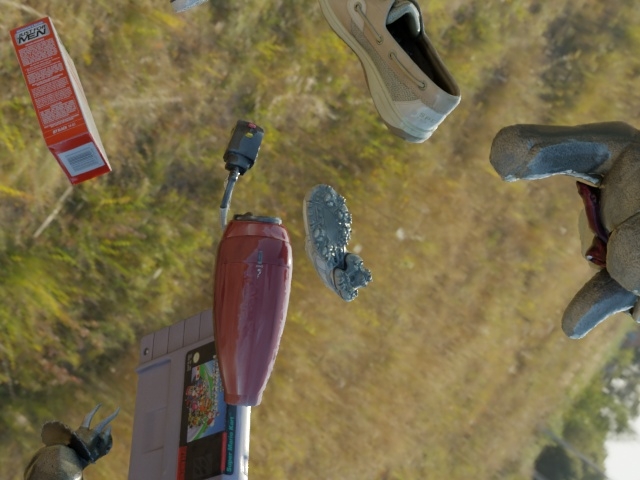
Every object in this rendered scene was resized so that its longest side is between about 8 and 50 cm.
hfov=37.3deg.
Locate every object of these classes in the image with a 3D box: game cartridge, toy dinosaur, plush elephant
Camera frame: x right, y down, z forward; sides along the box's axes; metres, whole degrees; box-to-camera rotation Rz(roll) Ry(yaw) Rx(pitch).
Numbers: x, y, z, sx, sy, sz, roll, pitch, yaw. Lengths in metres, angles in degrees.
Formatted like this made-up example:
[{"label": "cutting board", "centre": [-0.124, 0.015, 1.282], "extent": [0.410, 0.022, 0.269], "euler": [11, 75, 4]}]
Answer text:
[{"label": "game cartridge", "centre": [-0.202, 0.279, 1.443], "extent": [0.230, 0.355, 0.068], "euler": [-28, 139, 36]}, {"label": "toy dinosaur", "centre": [-0.336, 0.315, 1.185], "extent": [0.313, 0.121, 0.160], "euler": [-133, -132, -84]}, {"label": "plush elephant", "centre": [0.360, 0.006, 1.062], "extent": [0.330, 0.272, 0.255], "euler": [-18, 131, -26]}]

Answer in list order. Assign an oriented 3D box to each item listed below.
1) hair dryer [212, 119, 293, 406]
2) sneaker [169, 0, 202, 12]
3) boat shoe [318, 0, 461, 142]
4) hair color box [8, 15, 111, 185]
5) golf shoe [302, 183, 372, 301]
[{"label": "hair dryer", "centre": [-0.071, 0.041, 1.009], "extent": [0.223, 0.080, 0.293], "euler": [96, -4, -51]}, {"label": "sneaker", "centre": [-0.117, -0.492, 1.535], "extent": [0.321, 0.127, 0.126], "euler": [-25, -169, -3]}, {"label": "boat shoe", "centre": [0.086, -0.271, 1.190], "extent": [0.109, 0.302, 0.098], "euler": [-4, 152, -40]}, {"label": "hair color box", "centre": [-0.296, -0.158, 1.077], "extent": [0.053, 0.167, 0.093], "euler": [-21, 156, -5]}, {"label": "golf shoe", "centre": [0.000, 0.000, 1.213], "extent": [0.069, 0.086, 0.176], "euler": [-38, 129, -27]}]
